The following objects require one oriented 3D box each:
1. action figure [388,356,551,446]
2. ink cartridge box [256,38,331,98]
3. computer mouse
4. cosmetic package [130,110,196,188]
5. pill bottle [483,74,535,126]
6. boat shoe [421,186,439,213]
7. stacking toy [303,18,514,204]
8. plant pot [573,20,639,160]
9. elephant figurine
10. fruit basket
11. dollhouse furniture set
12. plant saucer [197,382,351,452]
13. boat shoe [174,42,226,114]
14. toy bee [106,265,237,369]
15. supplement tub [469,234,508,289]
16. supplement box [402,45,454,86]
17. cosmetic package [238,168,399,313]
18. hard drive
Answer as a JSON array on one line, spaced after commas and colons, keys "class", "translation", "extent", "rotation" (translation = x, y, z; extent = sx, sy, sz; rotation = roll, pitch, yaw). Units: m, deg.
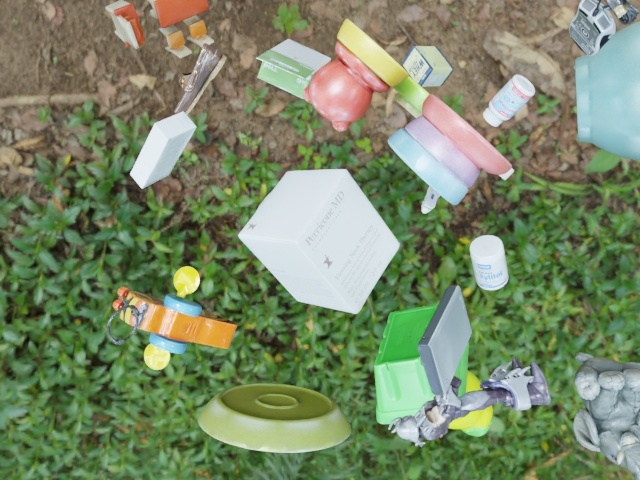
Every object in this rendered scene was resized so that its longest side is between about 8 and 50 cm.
[{"class": "action figure", "translation": [0.254, 0.293, 1.069], "extent": [0.285, 0.099, 0.185], "rotation": [-16, 161, -9]}, {"class": "ink cartridge box", "translation": [-0.060, -0.356, 1.250], "extent": [0.109, 0.209, 0.062], "rotation": [26, 121, 2]}, {"class": "computer mouse", "translation": [0.423, -0.344, 0.905], "extent": [0.042, 0.106, 0.193], "rotation": [-37, 169, 8]}, {"class": "cosmetic package", "translation": [-0.419, -0.236, 1.571], "extent": [0.060, 0.099, 0.239], "rotation": [49, 138, 1]}, {"class": "pill bottle", "translation": [0.595, -0.440, 1.893], "extent": [0.087, 0.087, 0.160], "rotation": [13, 139, -26]}, {"class": "boat shoe", "translation": [0.263, -0.101, 1.419], "extent": [0.035, 0.100, 0.035], "rotation": [31, 139, -5]}, {"class": "stacking toy", "translation": [0.136, -0.159, 0.901], "extent": [0.130, 0.309, 0.279], "rotation": [-48, 155, 15]}, {"class": "plant pot", "translation": [0.617, -0.294, 1.196], "extent": [0.196, 0.293, 0.293], "rotation": [-2, 146, 24]}, {"class": "elephant figurine", "translation": [0.584, 0.367, 1.188], "extent": [0.169, 0.239, 0.186], "rotation": [-4, -175, 39]}, {"class": "fruit basket", "translation": [0.326, 0.414, 1.721], "extent": [0.283, 0.391, 0.392], "rotation": [-13, 143, 21]}, {"class": "dollhouse furniture set", "translation": [-0.412, -0.603, 1.570], "extent": [0.259, 0.135, 0.262], "rotation": [-34, 141, -22]}, {"class": "plant saucer", "translation": [-0.070, 0.269, 0.941], "extent": [0.241, 0.037, 0.241], "rotation": [5, -177, 0]}, {"class": "boat shoe", "translation": [-0.332, -0.420, 1.565], "extent": [0.073, 0.073, 0.207], "rotation": [29, 107, -28]}, {"class": "toy bee", "translation": [-0.301, 0.129, 1.124], "extent": [0.162, 0.195, 0.298], "rotation": [21, 158, 36]}, {"class": "supplement tub", "translation": [0.362, 0.049, 1.278], "extent": [0.071, 0.071, 0.107], "rotation": [-17, 131, 10]}, {"class": "supplement box", "translation": [0.260, -0.422, 1.444], "extent": [0.083, 0.083, 0.056], "rotation": [-13, 152, -36]}, {"class": "cosmetic package", "translation": [0.000, 0.000, 2.105], "extent": [0.327, 0.329, 0.393], "rotation": [6, 144, 48]}, {"class": "hard drive", "translation": [0.182, 0.141, 0.861], "extent": [0.022, 0.135, 0.094], "rotation": [-2, 122, 33]}]
